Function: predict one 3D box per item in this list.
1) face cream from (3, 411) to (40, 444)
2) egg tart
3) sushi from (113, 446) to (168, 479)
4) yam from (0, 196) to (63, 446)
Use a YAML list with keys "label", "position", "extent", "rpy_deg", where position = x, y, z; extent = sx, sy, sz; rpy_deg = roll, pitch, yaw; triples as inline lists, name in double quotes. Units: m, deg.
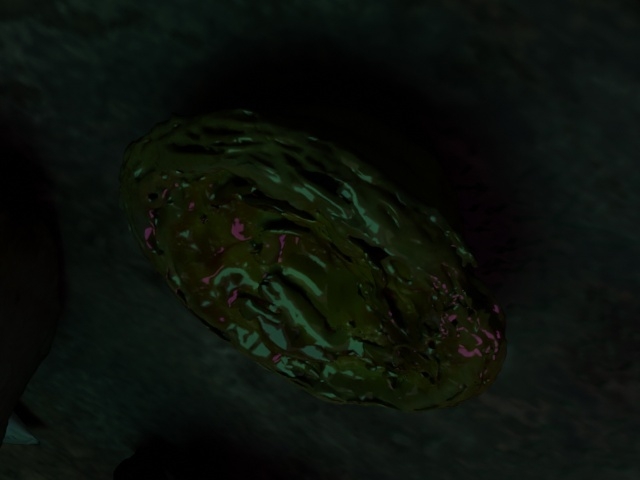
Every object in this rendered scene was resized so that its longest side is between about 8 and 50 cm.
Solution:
- label: "face cream"
  position: [-0.165, 0.054, 0.594]
  extent: [0.038, 0.020, 0.115]
  rpy_deg: [-3, 136, 33]
- label: "egg tart"
  position: [0.000, 0.000, 0.409]
  extent: [0.128, 0.049, 0.129]
  rpy_deg: [21, 147, 14]
- label: "sushi"
  position: [-0.059, 0.133, 0.567]
  extent: [0.084, 0.056, 0.083]
  rpy_deg: [43, 176, -11]
- label: "yam"
  position: [-0.237, 0.003, 0.470]
  extent: [0.268, 0.161, 0.161]
  rpy_deg: [29, 143, 2]
